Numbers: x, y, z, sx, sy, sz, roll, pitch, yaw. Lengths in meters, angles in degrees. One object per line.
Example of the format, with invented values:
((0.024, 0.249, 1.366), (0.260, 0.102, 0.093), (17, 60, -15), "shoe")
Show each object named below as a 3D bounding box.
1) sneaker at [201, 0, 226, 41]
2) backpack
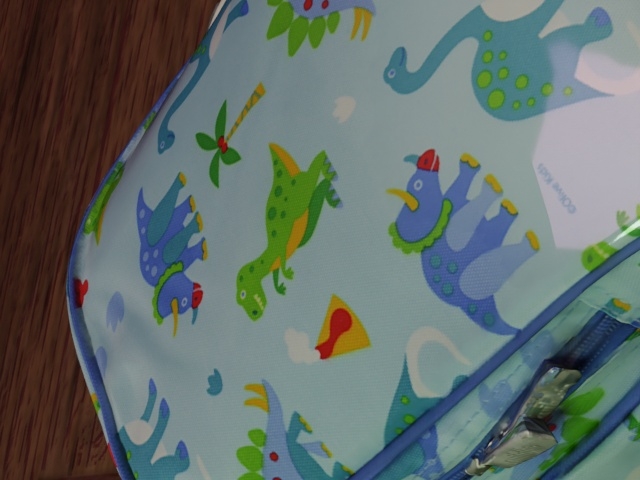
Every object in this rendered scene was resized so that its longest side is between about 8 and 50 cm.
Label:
((0.000, 0.000, 0.876), (0.110, 0.107, 0.275), (-172, 86, -65), "sneaker")
((0.075, -0.018, 0.670), (0.290, 0.273, 0.355), (65, 144, 31), "backpack")
